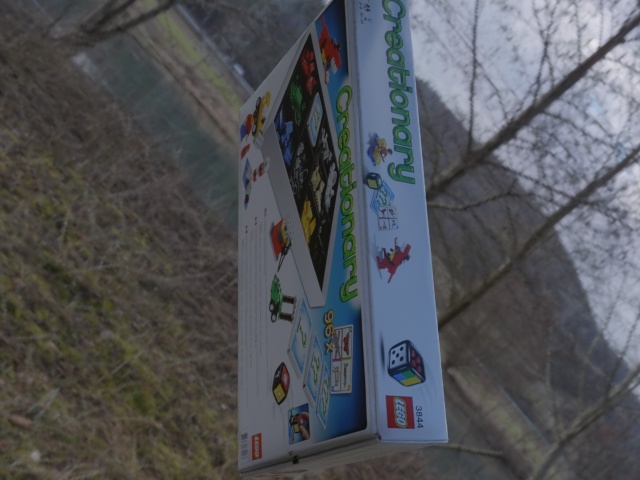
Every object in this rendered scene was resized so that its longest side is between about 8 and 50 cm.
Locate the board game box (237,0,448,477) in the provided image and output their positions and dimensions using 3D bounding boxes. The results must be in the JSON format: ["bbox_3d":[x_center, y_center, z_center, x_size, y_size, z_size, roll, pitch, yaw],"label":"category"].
[{"bbox_3d":[0.000,0.000,0.564,0.053,0.193,0.305,9,66,-27],"label":"board game box"}]
